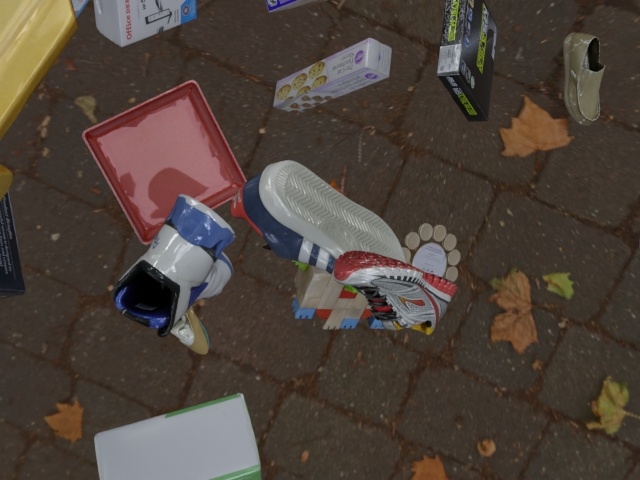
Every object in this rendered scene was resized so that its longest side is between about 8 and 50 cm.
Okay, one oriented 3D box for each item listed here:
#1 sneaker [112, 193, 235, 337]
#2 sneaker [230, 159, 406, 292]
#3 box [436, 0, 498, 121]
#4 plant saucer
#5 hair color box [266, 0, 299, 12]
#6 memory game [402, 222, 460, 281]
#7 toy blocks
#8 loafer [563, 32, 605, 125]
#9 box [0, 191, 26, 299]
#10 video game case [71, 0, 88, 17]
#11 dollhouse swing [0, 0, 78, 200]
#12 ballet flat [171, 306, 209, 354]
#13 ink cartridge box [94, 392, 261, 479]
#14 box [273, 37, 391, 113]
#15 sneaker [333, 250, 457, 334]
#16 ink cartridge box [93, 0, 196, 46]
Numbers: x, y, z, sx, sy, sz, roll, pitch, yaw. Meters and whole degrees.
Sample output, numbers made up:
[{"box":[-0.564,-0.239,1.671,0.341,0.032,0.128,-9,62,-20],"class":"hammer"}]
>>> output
[{"box":[-0.235,0.056,1.090,0.127,0.315,0.182,37,72,3],"class":"sneaker"},{"box":[0.000,0.000,1.168,0.148,0.131,0.350,-18,133,42],"class":"sneaker"},{"box":[0.256,-0.327,1.208,0.045,0.184,0.190,1,74,31],"class":"box"},{"box":[-0.319,-0.163,1.467,0.258,0.048,0.259,-31,105,-17],"class":"plant saucer"},{"box":[0.023,-0.633,1.660,0.185,0.339,0.110,-22,108,-30],"class":"hair color box"},{"box":[0.229,0.053,1.506,0.186,0.012,0.186,-7,103,-32],"class":"memory game"},{"box":[0.073,0.142,1.931,0.382,0.190,0.261,3,137,-20],"class":"toy blocks"},{"box":[0.415,-0.254,1.105,0.056,0.050,0.148,-19,103,-26],"class":"loafer"},{"box":[-0.744,0.017,1.157,0.294,0.395,0.211,-16,80,11],"class":"box"},{"box":[-0.489,-0.389,1.213,0.166,0.119,0.015,-44,54,24],"class":"video game case"},{"box":[-0.405,-0.166,0.529,0.347,0.315,0.305,33,96,-8],"class":"dollhouse swing"},{"box":[-0.334,0.181,1.667,0.080,0.073,0.232,-3,112,40],"class":"ballet flat"},{"box":[-0.151,0.272,0.808,0.160,0.219,0.092,-14,59,-12],"class":"ink cartridge box"},{"box":[0.016,-0.337,1.472,0.324,0.063,0.067,-7,74,53],"class":"box"},{"box":[0.101,0.074,0.936,0.088,0.225,0.092,17,86,48],"class":"sneaker"},{"box":[-0.364,-0.512,1.469,0.086,0.203,0.148,37,143,23],"class":"ink cartridge box"}]
